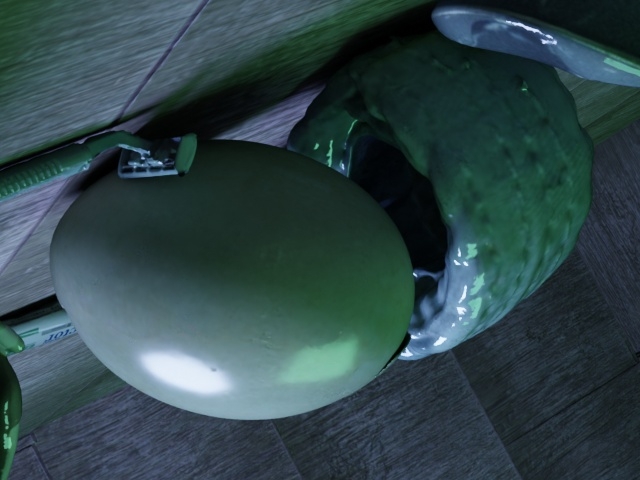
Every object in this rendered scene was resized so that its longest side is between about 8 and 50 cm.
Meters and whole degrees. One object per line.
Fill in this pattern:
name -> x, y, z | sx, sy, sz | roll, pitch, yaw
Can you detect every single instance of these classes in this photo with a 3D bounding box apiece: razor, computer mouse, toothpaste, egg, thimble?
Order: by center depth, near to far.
razor -> -0.178, -0.029, 0.762 | 0.211, 0.036, 0.084 | -19, -171, -34
computer mouse -> 0.207, -0.170, 0.872 | 0.379, 0.167, 0.090 | -20, 126, -56
egg -> -0.060, 0.025, 0.898 | 0.253, 0.186, 0.186 | 13, 179, 7
thimble -> 0.092, -0.045, 0.992 | 0.172, 0.250, 0.205 | -27, -141, -36
toothpaste -> -0.267, 0.081, 1.259 | 0.218, 0.041, 0.064 | -21, 160, -37

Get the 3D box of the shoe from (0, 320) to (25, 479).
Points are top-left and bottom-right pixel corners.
shoe -> -0.214, 0.153, 0.563 | 0.159, 0.124, 0.316 | -24, -143, 47
